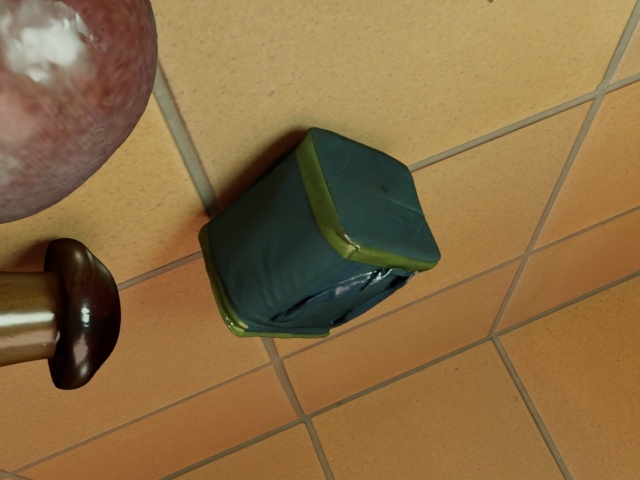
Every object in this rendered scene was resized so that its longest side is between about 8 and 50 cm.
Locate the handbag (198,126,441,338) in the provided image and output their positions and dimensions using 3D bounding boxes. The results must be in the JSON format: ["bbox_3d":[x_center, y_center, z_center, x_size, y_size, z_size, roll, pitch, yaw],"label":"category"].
[{"bbox_3d":[0.000,0.000,1.026,0.241,0.222,0.263,-35,153,31],"label":"handbag"}]

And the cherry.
[{"bbox_3d":[-0.256,-0.137,0.517,0.261,0.221,0.307,-31,140,20],"label":"cherry"}]

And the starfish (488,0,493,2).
[{"bbox_3d":[0.223,-0.350,0.695,0.293,0.084,0.301,-34,158,16],"label":"starfish"}]

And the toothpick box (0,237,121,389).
[{"bbox_3d":[-0.393,0.094,0.895,0.294,0.192,0.192,-2,147,-31],"label":"toothpick box"}]
